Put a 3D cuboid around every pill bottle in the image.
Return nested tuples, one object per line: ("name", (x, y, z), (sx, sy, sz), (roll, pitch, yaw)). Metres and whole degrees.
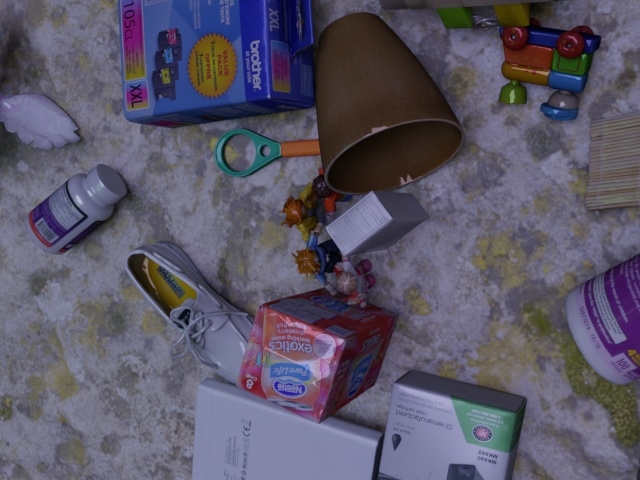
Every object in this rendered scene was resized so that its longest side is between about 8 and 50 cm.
("pill bottle", (0.528, 0.082, 1.200), (0.301, 0.169, 0.169), (-35, 80, 34))
("pill bottle", (-0.482, -0.065, 1.635), (0.193, 0.108, 0.108), (-35, 81, 18))

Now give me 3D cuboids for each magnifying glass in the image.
("magnifying glass", (-0.093, -0.167, 1.530), (0.230, 0.026, 0.092), (-2, 92, 20))

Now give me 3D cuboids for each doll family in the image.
("doll family", (0.000, 0.000, 1.428), (0.118, 0.163, 0.263), (-16, 87, 20))

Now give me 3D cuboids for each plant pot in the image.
("plant pot", (0.089, -0.243, 1.371), (0.237, 0.237, 0.255), (-23, 68, 20))

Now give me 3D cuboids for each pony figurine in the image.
("pony figurine", (-0.706, -0.248, 1.649), (0.363, 0.302, 0.351), (-48, 67, 31))

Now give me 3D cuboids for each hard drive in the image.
("hard drive", (-0.069, 0.407, 1.512), (0.352, 0.047, 0.233), (14, 111, 20))

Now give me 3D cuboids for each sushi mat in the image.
("sushi mat", (0.534, -0.130, 1.209), (0.316, 0.019, 0.152), (-5, 78, 51))

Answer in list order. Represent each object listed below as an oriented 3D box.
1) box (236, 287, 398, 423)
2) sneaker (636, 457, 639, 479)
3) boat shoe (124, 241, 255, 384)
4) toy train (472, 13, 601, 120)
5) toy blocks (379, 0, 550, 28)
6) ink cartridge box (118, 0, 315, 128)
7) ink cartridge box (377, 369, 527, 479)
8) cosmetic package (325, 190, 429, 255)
("box", (0.003, 0.178, 1.362), (0.154, 0.300, 0.142), (21, 99, 18))
("sneaker", (0.580, 0.367, 1.251), (0.180, 0.124, 0.321), (9, 95, 21))
("boat shoe", (-0.233, 0.142, 1.525), (0.136, 0.156, 0.367), (-46, 77, 16))
("toy train", (0.316, -0.288, 1.344), (0.247, 0.105, 0.144), (16, 115, 24))
("toy blocks", (0.248, -0.497, 1.287), (0.381, 0.191, 0.261), (8, 64, 35))
("ink cartridge box", (-0.162, -0.357, 1.445), (0.395, 0.151, 0.270), (-3, 92, 30))
("ink cartridge box", (0.213, 0.390, 1.389), (0.211, 0.121, 0.289), (10, 97, 20))
("cosmetic package", (0.098, -0.031, 1.350), (0.099, 0.239, 0.060), (-36, 80, 18))
